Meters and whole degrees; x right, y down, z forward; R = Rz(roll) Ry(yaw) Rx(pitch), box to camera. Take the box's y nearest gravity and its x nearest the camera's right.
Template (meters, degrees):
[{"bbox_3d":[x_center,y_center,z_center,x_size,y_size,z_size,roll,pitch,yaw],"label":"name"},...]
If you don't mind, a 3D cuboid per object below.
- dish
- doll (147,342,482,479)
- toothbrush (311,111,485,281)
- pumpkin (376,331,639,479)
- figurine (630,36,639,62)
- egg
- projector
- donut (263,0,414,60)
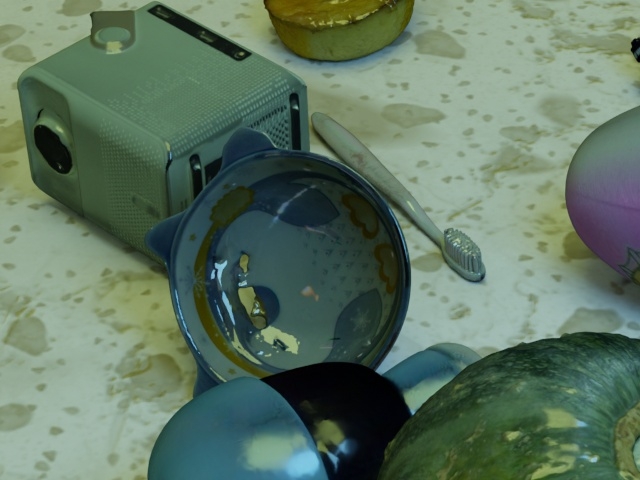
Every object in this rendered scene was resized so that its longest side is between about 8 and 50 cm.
[{"bbox_3d":[-0.026,0.030,1.462,0.227,0.236,0.086,5,1,18],"label":"dish"},{"bbox_3d":[0.004,0.157,1.293,0.314,0.141,0.177,-13,12,-24],"label":"doll"},{"bbox_3d":[0.066,-0.051,1.658,0.025,0.030,0.307,-23,40,-18],"label":"toothbrush"},{"bbox_3d":[0.175,0.222,1.088,0.291,0.257,0.328,7,35,-5],"label":"pumpkin"},{"bbox_3d":[0.413,-0.217,1.790,0.229,0.112,0.137,-27,69,-18],"label":"figurine"},{"bbox_3d":[0.339,-0.033,1.475,0.271,0.196,0.196,12,39,36],"label":"egg"},{"bbox_3d":[-0.149,-0.101,1.640,0.242,0.163,0.177,32,49,33],"label":"projector"},{"bbox_3d":[0.024,-0.248,1.904,0.162,0.065,0.178,12,40,28],"label":"donut"}]
